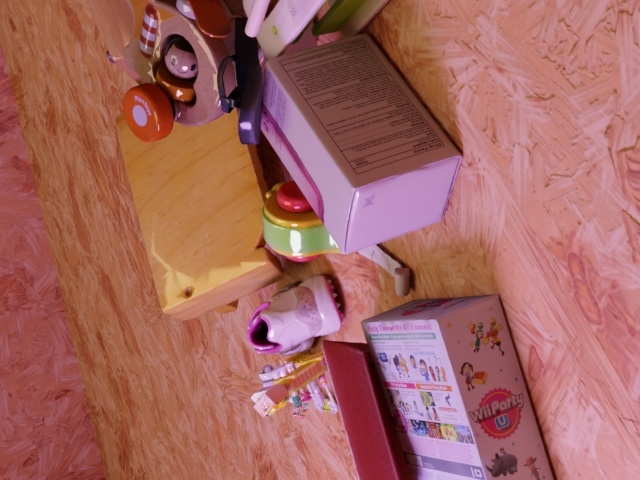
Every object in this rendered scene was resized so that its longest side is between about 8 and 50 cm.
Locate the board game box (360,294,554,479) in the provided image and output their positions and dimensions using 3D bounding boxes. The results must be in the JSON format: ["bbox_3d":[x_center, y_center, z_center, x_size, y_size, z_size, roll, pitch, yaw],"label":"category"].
[{"bbox_3d":[0.176,0.227,1.501,0.224,0.098,0.303,-11,98,68],"label":"board game box"}]

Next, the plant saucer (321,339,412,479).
[{"bbox_3d":[0.086,0.256,1.635,0.259,0.048,0.258,20,-126,-74],"label":"plant saucer"}]

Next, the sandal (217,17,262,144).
[{"bbox_3d":[-0.106,-0.200,1.526,0.254,0.055,0.097,-101,12,-56],"label":"sandal"}]

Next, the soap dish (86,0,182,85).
[{"bbox_3d":[-0.317,-0.395,2.034,0.290,0.118,0.229,64,-174,15],"label":"soap dish"}]

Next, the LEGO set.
[{"bbox_3d":[-0.031,0.255,1.961,0.287,0.132,0.107,-108,-5,-86],"label":"LEGO set"}]

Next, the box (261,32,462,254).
[{"bbox_3d":[0.043,-0.121,1.467,0.232,0.149,0.126,58,155,31],"label":"box"}]

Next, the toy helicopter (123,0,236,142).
[{"bbox_3d":[-0.229,-0.331,1.704,0.235,0.140,0.355,-36,82,50],"label":"toy helicopter"}]

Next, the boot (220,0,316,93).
[{"bbox_3d":[-0.097,-0.308,1.731,0.262,0.095,0.203,116,133,-64],"label":"boot"}]

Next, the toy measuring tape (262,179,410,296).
[{"bbox_3d":[0.000,0.000,1.711,0.330,0.121,0.121,44,145,49],"label":"toy measuring tape"}]

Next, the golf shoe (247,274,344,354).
[{"bbox_3d":[-0.069,0.134,1.949,0.115,0.140,0.306,66,159,9],"label":"golf shoe"}]

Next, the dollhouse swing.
[{"bbox_3d":[-0.154,-0.063,2.047,0.315,0.305,0.346,-25,72,28],"label":"dollhouse swing"}]

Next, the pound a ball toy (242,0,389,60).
[{"bbox_3d":[-0.022,-0.322,1.383,0.135,0.208,0.319,69,159,6],"label":"pound a ball toy"}]
